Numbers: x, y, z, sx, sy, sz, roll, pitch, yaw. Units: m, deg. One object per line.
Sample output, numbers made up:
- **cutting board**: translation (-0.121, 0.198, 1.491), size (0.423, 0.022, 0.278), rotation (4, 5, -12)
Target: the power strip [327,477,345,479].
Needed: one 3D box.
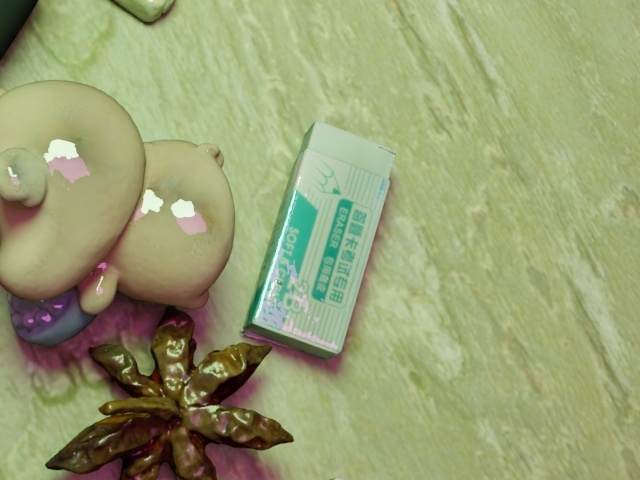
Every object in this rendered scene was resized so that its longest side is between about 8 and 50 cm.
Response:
- **power strip**: translation (-0.031, 0.346, 1.079), size (0.109, 0.037, 0.279), rotation (45, 67, -2)

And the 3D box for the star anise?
- **star anise**: translation (-0.127, 0.158, 1.070), size (0.196, 0.111, 0.212), rotation (43, 60, -10)

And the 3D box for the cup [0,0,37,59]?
- **cup**: translation (-0.366, -0.238, 1.080), size (0.223, 0.169, 0.176), rotation (12, 76, 21)

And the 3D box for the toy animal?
- **toy animal**: translation (-0.187, -0.033, 1.044), size (0.221, 0.210, 0.229), rotation (-15, 114, -14)

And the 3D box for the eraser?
- **eraser**: translation (0.000, 0.000, 1.179), size (0.095, 0.052, 0.225), rotation (20, 70, -10)

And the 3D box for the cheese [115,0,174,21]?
- **cheese**: translation (-0.229, -0.297, 1.192), size (0.194, 0.043, 0.065), rotation (37, 72, -8)
